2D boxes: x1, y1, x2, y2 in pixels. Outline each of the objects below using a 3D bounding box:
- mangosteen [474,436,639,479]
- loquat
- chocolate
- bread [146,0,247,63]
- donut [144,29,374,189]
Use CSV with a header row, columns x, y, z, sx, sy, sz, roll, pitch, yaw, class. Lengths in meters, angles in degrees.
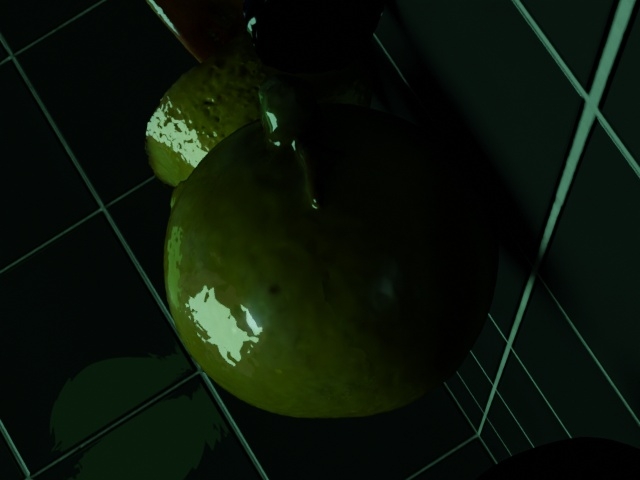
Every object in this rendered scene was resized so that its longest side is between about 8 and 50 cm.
x,y,z,sx,sy,sz,roll,pitch,yaw,class
0.217,0.323,1.130,0.297,0.313,0.297,48,-176,-5,mangosteen
0.000,0.000,1.283,0.328,0.328,0.359,-125,15,-52,loquat
-0.059,-0.314,1.230,0.148,0.126,0.343,7,-133,-43,chocolate
-0.146,-0.306,1.570,0.295,0.114,0.327,52,-177,-11,bread
-0.054,-0.134,1.482,0.108,0.277,0.277,45,172,23,donut
